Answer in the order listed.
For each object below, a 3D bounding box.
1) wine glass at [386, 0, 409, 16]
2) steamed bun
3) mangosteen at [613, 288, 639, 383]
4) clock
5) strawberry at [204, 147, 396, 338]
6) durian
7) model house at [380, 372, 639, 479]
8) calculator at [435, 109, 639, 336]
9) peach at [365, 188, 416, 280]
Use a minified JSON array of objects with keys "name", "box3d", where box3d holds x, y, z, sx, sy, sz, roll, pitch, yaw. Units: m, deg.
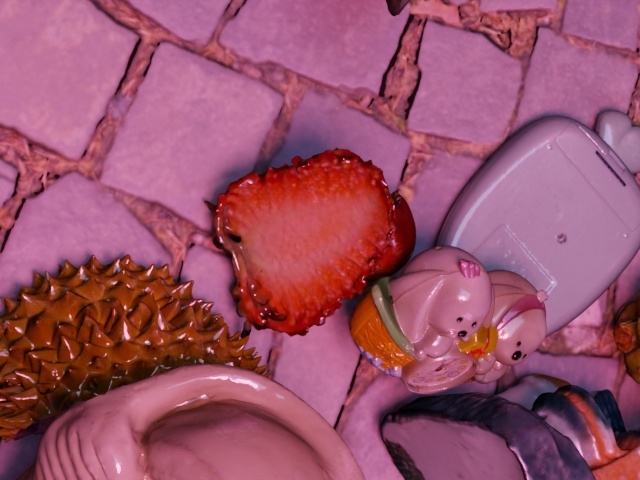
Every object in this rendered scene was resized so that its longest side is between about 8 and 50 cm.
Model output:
[{"name":"wine glass","box3d":[-0.009,-0.426,1.486,0.406,0.267,0.267,38,75,3]},{"name":"steamed bun","box3d":[-0.088,0.271,1.399,0.255,0.368,0.342,-22,69,-37]},{"name":"mangosteen","box3d":[0.376,0.101,1.662,0.180,0.166,0.166,14,83,-14]},{"name":"clock","box3d":[0.127,0.073,1.552,0.231,0.144,0.103,20,46,-49]},{"name":"strawberry","box3d":[0.001,-0.001,1.537,0.087,0.208,0.167,-31,105,-58]},{"name":"durian","box3d":[-0.185,0.093,1.498,0.260,0.154,0.187,-19,69,-27]},{"name":"model house","box3d":[0.245,0.200,1.573,0.291,0.253,0.185,-18,91,-25]},{"name":"calculator","box3d":[0.237,-0.019,1.681,0.295,0.042,0.184,-46,102,-15]},{"name":"peach","box3d":[0.062,0.000,1.595,0.061,0.098,0.098,43,75,-14]}]
